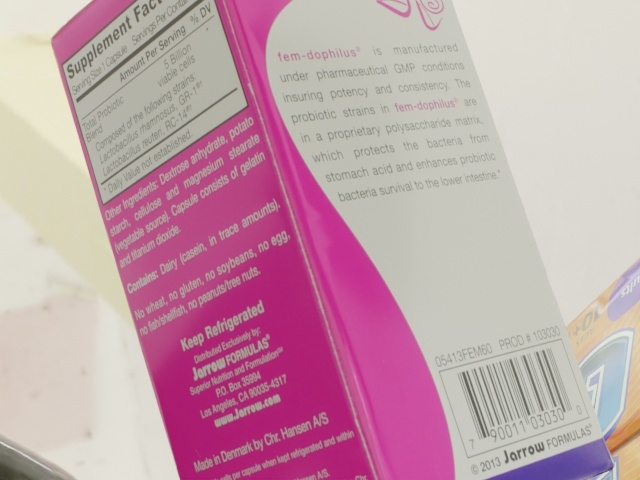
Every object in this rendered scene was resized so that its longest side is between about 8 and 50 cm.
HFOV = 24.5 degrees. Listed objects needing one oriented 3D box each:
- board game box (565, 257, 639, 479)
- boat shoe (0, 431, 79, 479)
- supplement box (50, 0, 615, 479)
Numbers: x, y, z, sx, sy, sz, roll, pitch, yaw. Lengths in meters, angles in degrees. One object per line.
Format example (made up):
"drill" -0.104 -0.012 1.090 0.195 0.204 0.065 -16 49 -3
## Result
"board game box" 0.295 0.288 1.108 0.356 0.356 0.356 -52 -164 44
"boat shoe" -0.169 0.058 0.491 0.095 0.084 0.258 54 3 37
"supplement box" 0.000 0.000 0.539 0.114 0.111 0.220 -26 -103 48
